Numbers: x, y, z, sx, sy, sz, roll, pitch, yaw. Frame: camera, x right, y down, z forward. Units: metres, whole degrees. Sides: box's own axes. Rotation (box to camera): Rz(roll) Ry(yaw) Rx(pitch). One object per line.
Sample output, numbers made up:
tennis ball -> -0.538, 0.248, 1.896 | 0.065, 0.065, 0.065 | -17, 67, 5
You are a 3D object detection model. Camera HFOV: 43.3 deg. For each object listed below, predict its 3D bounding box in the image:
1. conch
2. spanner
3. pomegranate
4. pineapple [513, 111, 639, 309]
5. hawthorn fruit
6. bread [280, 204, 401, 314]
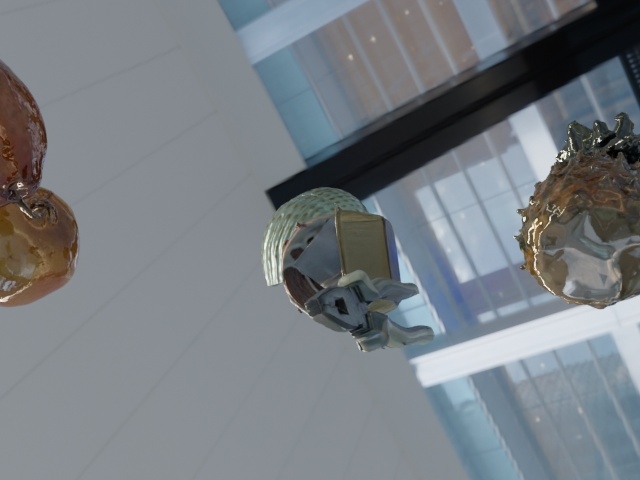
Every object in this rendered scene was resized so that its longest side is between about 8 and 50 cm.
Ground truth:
conch -> -0.008, -0.015, 1.900 | 0.303, 0.319, 0.215 | -22, -94, -23
spanner -> 0.063, 0.085, 0.950 | 0.325, 0.040, 0.096 | 14, -125, -63
pomegranate -> -0.500, 0.008, 1.312 | 0.209, 0.209, 0.209 | 42, -144, -41
pineapple -> 0.288, -0.046, 0.868 | 0.141, 0.170, 0.310 | 31, -148, 1
hawthorn fruit -> -0.471, -0.136, 1.104 | 0.262, 0.210, 0.210 | 51, -150, -15
bread -> 0.035, 0.054, 1.476 | 0.142, 0.212, 0.224 | 34, -133, -72
